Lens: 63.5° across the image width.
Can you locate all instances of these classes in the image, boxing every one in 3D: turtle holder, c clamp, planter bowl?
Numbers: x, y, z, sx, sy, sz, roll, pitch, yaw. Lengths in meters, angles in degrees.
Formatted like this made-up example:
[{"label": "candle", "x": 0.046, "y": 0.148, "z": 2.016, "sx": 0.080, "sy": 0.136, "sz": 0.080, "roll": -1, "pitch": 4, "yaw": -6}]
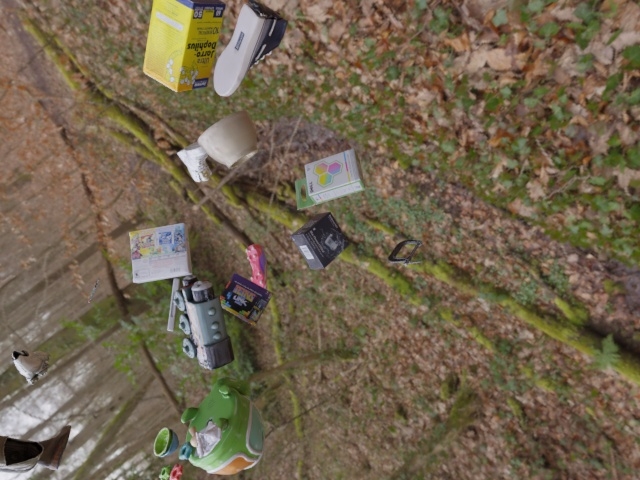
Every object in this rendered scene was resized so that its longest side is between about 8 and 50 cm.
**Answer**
[{"label": "turtle holder", "x": -0.305, "y": 0.603, "z": 1.671, "sx": 0.227, "sy": 0.243, "sz": 0.320, "roll": 43, "pitch": 178, "yaw": -28}, {"label": "c clamp", "x": 0.305, "y": 0.041, "z": 1.785, "sx": 0.137, "sy": 0.160, "sz": 0.022, "roll": -9, "pitch": 118, "yaw": 33}, {"label": "planter bowl", "x": -0.240, "y": -0.268, "z": 1.429, "sx": 0.109, "sy": 0.162, "sz": 0.162, "roll": 57, "pitch": 159, "yaw": -3}]

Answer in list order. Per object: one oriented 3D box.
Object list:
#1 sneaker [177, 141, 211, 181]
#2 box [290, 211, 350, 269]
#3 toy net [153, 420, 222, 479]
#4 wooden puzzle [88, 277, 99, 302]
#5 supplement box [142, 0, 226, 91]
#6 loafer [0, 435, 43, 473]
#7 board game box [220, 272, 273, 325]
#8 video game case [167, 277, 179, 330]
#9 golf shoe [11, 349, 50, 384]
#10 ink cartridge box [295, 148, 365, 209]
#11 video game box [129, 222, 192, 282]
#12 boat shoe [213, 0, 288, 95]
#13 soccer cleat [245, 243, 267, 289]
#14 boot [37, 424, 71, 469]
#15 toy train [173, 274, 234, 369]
[{"label": "sneaker", "x": -0.522, "y": -0.346, "z": 2.278, "sx": 0.293, "sy": 0.108, "sz": 0.169, "roll": 6, "pitch": 129, "yaw": 61}, {"label": "box", "x": 0.000, "y": 0.000, "z": 1.936, "sx": 0.093, "sy": 0.158, "sz": 0.155, "roll": -8, "pitch": 118, "yaw": 54}, {"label": "toy net", "x": -0.321, "y": 0.494, "z": 1.220, "sx": 0.232, "sy": 0.122, "sz": 0.045, "roll": -29, "pitch": 131, "yaw": 36}, {"label": "wooden puzzle", "x": -0.706, "y": 0.155, "z": 1.606, "sx": 0.006, "sy": 0.083, "sz": 0.049, "roll": 23, "pitch": 178, "yaw": -27}, {"label": "supplement box", "x": -0.548, "y": -0.809, "z": 2.071, "sx": 0.195, "sy": 0.194, "sz": 0.356, "roll": 33, "pitch": 124, "yaw": 15}, {"label": "loafer", "x": -0.747, "y": 0.472, "z": 1.166, "sx": 0.251, "sy": 0.087, "sz": 0.094, "roll": 28, "pitch": -146, "yaw": -50}, {"label": "board game box", "x": -0.288, "y": 0.223, "z": 1.967, "sx": 0.171, "sy": 0.141, "sz": 0.048, "roll": 25, "pitch": 170, "yaw": 19}, {"label": "video game case", "x": -0.602, "y": 0.267, "z": 2.128, "sx": 0.026, "sy": 0.206, "sz": 0.227, "roll": 7, "pitch": 169, "yaw": -14}, {"label": "golf shoe", "x": -0.747, "y": 0.303, "z": 1.327, "sx": 0.086, "sy": 0.069, "sz": 0.176, "roll": 51, "pitch": 156, "yaw": -21}, {"label": "ink cartridge box", "x": 0.015, "y": -0.174, "z": 1.478, "sx": 0.062, "sy": 0.210, "sz": 0.108, "roll": 49, "pitch": -151, "yaw": -57}, {"label": "video game box", "x": -0.571, "y": 0.045, "z": 1.846, "sx": 0.048, "sy": 0.206, "sz": 0.186, "roll": 66, "pitch": -165, "yaw": -80}, {"label": "boat shoe", "x": -0.233, "y": -0.637, "z": 1.765, "sx": 0.127, "sy": 0.158, "sz": 0.340, "roll": 53, "pitch": 128, "yaw": 20}, {"label": "soccer cleat", "x": -0.259, "y": 0.135, "z": 2.243, "sx": 0.083, "sy": 0.095, "sz": 0.247, "roll": -17, "pitch": 81, "yaw": 35}, {"label": "boot", "x": -0.932, "y": 0.699, "z": 1.781, "sx": 0.106, "sy": 0.082, "sz": 0.219, "roll": 16, "pitch": -173, "yaw": -18}, {"label": "toy train", "x": -0.395, "y": 0.283, "z": 1.773, "sx": 0.190, "sy": 0.142, "sz": 0.333, "roll": 7, "pitch": 109, "yaw": 50}]
